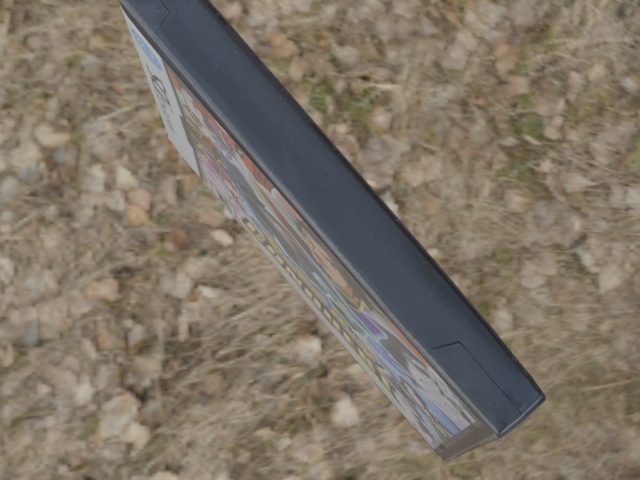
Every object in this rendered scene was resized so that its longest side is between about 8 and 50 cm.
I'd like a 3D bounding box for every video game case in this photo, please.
[{"bbox_3d":[0.000,0.000,0.732,0.035,0.248,0.275,-39,81,-8],"label":"video game case"}]
